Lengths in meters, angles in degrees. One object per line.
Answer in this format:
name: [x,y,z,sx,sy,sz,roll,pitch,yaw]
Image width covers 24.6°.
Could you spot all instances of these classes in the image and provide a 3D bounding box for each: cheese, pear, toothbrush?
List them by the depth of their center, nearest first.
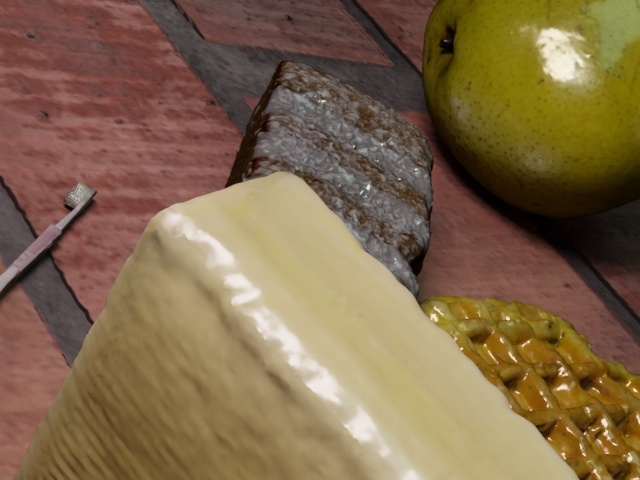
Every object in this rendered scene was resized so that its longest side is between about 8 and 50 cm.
cheese: [-0.014,0.143,0.741,0.124,0.242,0.265,-20,59,-46]
toothbrush: [-0.192,0.003,1.001,0.017,0.014,0.194,33,29,-4]
pear: [0.238,-0.157,1.446,0.294,0.294,0.294,26,30,-16]

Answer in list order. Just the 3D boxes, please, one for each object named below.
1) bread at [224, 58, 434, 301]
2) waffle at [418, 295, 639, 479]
bread: [0.000,0.000,1.111,0.165,0.113,0.416,31,28,-12]
waffle: [0.187,0.157,1.120,0.302,0.068,0.325,32,30,-6]
